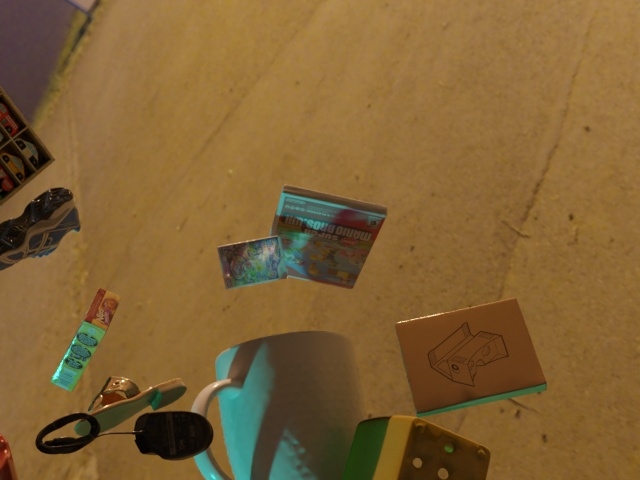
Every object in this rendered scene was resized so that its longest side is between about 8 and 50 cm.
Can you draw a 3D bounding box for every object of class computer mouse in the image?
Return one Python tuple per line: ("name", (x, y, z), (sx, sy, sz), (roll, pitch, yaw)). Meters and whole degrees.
("computer mouse", (-0.264, 0.269, 1.165), (0.041, 0.242, 0.071), (128, 140, -51))

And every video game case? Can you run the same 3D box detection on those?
("video game case", (-0.130, 0.042, 1.638), (0.011, 0.122, 0.087), (-111, 11, -75))
("video game case", (0.000, 0.000, 1.712), (0.285, 0.204, 0.025), (110, 170, -55))

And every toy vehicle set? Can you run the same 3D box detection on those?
("toy vehicle set", (-0.682, -0.221, 1.733), (0.035, 0.267, 0.166), (-5, 37, 42))

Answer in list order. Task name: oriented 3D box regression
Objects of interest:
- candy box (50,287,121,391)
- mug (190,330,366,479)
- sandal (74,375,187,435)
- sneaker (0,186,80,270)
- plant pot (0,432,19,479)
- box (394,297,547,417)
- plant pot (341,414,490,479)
("candy box", (-0.462, 0.196, 1.682), (0.186, 0.053, 0.109), (-56, 14, 31))
("mug", (-0.081, 0.362, 1.587), (0.276, 0.374, 0.328), (-30, 61, 40))
("sandal", (-0.365, 0.286, 1.580), (0.079, 0.240, 0.088), (52, 130, 23))
("sneaker", (-0.476, 0.004, 1.384), (0.211, 0.081, 0.080), (-38, 46, -24))
("plant pot", (-0.484, 0.397, 1.098), (0.272, 0.272, 0.265), (-135, 40, -63))
("box", (0.229, 0.179, 1.325), (0.201, 0.021, 0.164), (-12, 51, 1))
("plant pot", (0.161, 0.403, 1.394), (0.187, 0.212, 0.212), (124, 169, -57))
